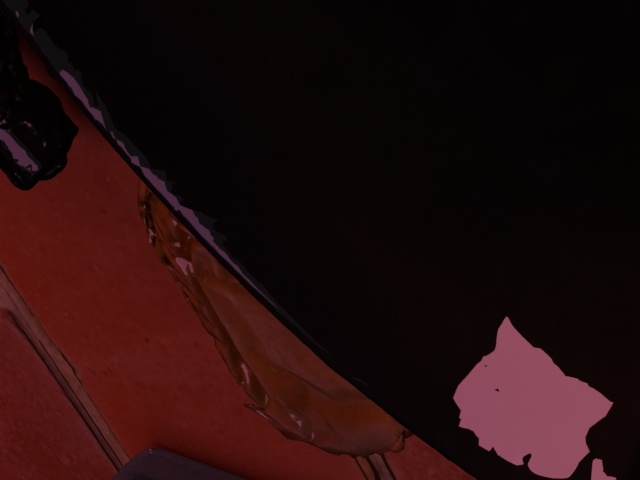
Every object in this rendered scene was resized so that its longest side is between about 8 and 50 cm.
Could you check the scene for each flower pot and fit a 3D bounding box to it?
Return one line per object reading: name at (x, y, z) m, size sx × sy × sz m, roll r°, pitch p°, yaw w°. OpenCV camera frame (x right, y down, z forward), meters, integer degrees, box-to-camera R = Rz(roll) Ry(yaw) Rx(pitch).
flower pot at (0.065, -0.125, 0.254) m, size 0.379 × 0.251 × 0.379 m, roll 40°, pitch 162°, yaw 16°

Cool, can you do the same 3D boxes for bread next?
bread at (0.000, -0.004, 0.540) m, size 0.240 × 0.139 × 0.240 m, roll 27°, pitch 145°, yaw 21°

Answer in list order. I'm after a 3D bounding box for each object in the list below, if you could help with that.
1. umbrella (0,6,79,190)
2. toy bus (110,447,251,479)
umbrella at (-0.271, -0.186, 0.633) m, size 0.336 × 0.154 × 0.128 m, roll 37°, pitch -178°, yaw -20°
toy bus at (-0.053, 0.315, 0.856) m, size 0.312 × 0.152 × 0.190 m, roll 11°, pitch 131°, yaw 31°
